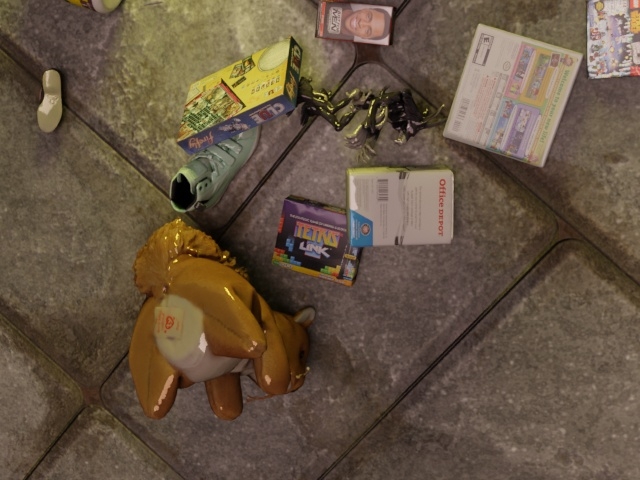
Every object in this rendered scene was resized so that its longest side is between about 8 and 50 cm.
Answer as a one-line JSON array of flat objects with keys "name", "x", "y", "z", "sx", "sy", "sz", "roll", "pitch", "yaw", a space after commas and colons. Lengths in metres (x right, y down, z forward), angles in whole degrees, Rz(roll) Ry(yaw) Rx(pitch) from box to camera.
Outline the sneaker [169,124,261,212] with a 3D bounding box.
[{"name": "sneaker", "x": -0.203, "y": -0.160, "z": 1.680, "sx": 0.094, "sy": 0.151, "sz": 0.256, "roll": 30, "pitch": 109, "yaw": 8}]

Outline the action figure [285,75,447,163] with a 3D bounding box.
[{"name": "action figure", "x": 0.083, "y": -0.214, "z": 1.585, "sx": 0.276, "sy": 0.164, "sz": 0.141, "roll": 14, "pitch": 79, "yaw": 20}]

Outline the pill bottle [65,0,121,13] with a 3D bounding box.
[{"name": "pill bottle", "x": -0.492, "y": -0.525, "z": 1.685, "sx": 0.215, "sy": 0.117, "sz": 0.117, "roll": 21, "pitch": 109, "yaw": 10}]

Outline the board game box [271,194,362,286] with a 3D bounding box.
[{"name": "board game box", "x": 0.000, "y": 0.000, "z": 1.719, "sx": 0.170, "sy": 0.048, "sz": 0.141, "roll": 15, "pitch": 109, "yaw": 11}]

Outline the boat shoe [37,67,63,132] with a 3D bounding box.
[{"name": "boat shoe", "x": -0.558, "y": -0.291, "z": 1.806, "sx": 0.049, "sy": 0.042, "sz": 0.133, "roll": 6, "pitch": 108, "yaw": -12}]

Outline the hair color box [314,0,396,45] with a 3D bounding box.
[{"name": "hair color box", "x": 0.064, "y": -0.401, "z": 1.600, "sx": 0.141, "sy": 0.043, "sz": 0.072, "roll": 8, "pitch": 105, "yaw": 13}]

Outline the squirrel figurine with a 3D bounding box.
[{"name": "squirrel figurine", "x": -0.173, "y": 0.142, "z": 1.675, "sx": 0.281, "sy": 0.370, "sz": 0.397, "roll": -42, "pitch": 62, "yaw": 21}]

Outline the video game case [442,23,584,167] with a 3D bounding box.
[{"name": "video game case", "x": 0.344, "y": -0.260, "z": 1.569, "sx": 0.193, "sy": 0.023, "sz": 0.212, "roll": 19, "pitch": 107, "yaw": 10}]

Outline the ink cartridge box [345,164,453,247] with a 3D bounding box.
[{"name": "ink cartridge box", "x": 0.145, "y": -0.065, "z": 1.617, "sx": 0.191, "sy": 0.082, "sz": 0.139, "roll": -2, "pitch": 104, "yaw": -4}]

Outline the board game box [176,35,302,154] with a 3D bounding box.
[{"name": "board game box", "x": -0.150, "y": -0.268, "z": 1.620, "sx": 0.243, "sy": 0.165, "sz": 0.042, "roll": -19, "pitch": 135, "yaw": 27}]

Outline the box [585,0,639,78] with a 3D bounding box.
[{"name": "box", "x": 0.506, "y": -0.350, "z": 1.498, "sx": 0.094, "sy": 0.027, "sz": 0.137, "roll": -2, "pitch": 103, "yaw": 15}]
